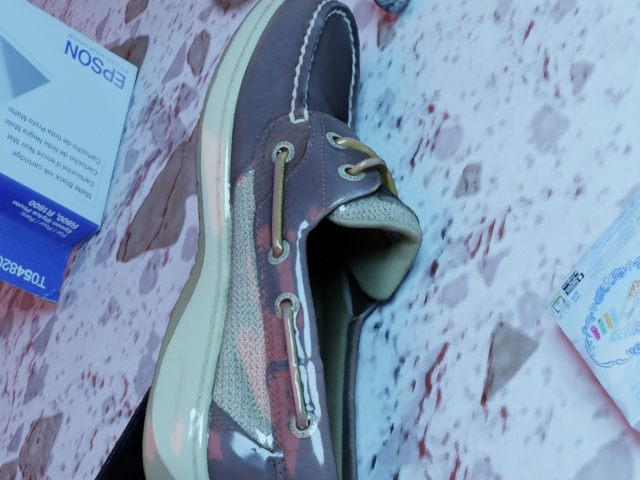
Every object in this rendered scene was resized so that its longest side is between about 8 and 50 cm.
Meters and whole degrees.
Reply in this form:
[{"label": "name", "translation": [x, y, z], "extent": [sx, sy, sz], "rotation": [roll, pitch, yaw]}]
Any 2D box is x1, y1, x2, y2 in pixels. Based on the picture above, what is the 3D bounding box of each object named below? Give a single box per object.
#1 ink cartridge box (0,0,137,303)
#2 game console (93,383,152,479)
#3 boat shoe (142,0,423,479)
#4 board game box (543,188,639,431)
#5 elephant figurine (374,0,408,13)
[{"label": "ink cartridge box", "translation": [-0.262, -0.093, 1.097], "extent": [0.045, 0.223, 0.224], "rotation": [-19, 53, 43]}, {"label": "game console", "translation": [-0.116, 0.121, 0.863], "extent": [0.122, 0.071, 0.107], "rotation": [-58, 31, 8]}, {"label": "boat shoe", "translation": [0.000, 0.000, 0.762], "extent": [0.123, 0.123, 0.342], "rotation": [-4, 54, 22]}, {"label": "board game box", "translation": [0.146, 0.022, 0.588], "extent": [0.090, 0.020, 0.090], "rotation": [-52, 32, 18]}, {"label": "elephant figurine", "translation": [0.002, -0.282, 0.926], "extent": [0.186, 0.169, 0.239], "rotation": [-83, 5, -83]}]
